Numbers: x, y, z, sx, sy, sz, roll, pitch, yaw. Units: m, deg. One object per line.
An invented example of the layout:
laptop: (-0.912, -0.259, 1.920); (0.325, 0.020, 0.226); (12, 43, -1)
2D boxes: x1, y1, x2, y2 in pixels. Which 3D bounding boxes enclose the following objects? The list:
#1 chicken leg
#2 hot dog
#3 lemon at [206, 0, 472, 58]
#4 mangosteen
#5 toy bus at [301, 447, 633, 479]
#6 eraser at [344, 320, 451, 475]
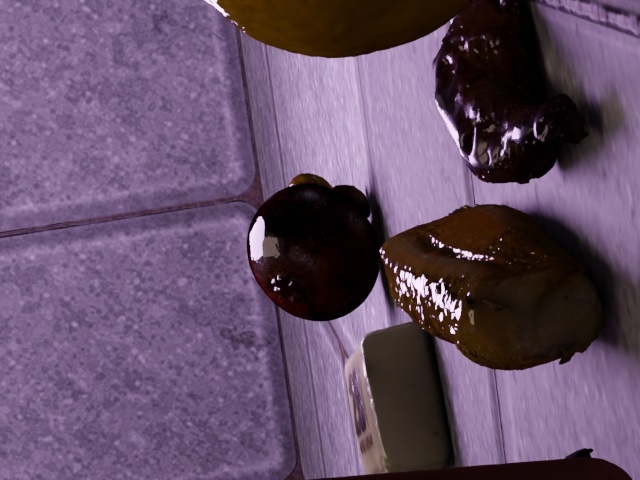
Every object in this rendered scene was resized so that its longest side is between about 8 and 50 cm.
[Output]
chicken leg: (0.092, -0.071, 0.980); (0.205, 0.053, 0.093); (-114, 30, -56)
hot dog: (0.087, 0.025, 1.041); (0.068, 0.083, 0.289); (63, 178, -9)
lemon: (0.011, -0.183, 0.883); (0.257, 0.188, 0.188); (97, 164, -51)
mangosteen: (0.000, 0.000, 1.774); (0.140, 0.140, 0.140); (171, 90, -85)
toy bus: (-0.037, 0.213, 0.840); (0.233, 0.427, 0.203); (111, 151, -57)
eraser: (0.060, 0.135, 1.592); (0.172, 0.058, 0.117); (111, 149, -79)
